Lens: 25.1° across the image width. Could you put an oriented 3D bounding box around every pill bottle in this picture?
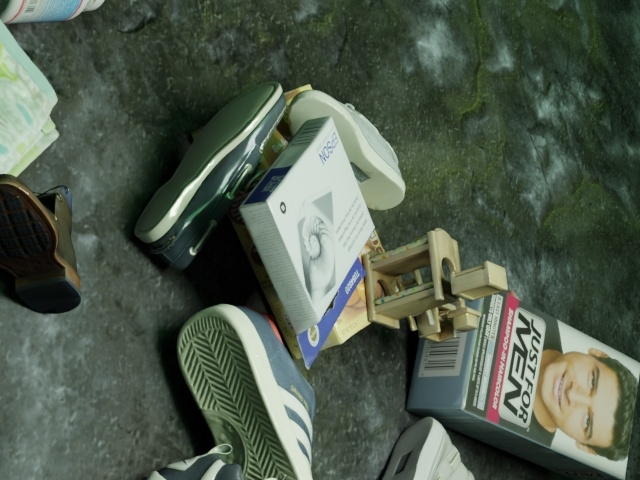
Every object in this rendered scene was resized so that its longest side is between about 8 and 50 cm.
[{"bbox_3d":[-0.313,-0.286,1.597,0.160,0.087,0.087,-16,85,-56],"label":"pill bottle"}]

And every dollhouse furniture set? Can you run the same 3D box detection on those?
[{"bbox_3d":[0.176,0.048,1.837,0.161,0.182,0.101,21,57,-49],"label":"dollhouse furniture set"}]

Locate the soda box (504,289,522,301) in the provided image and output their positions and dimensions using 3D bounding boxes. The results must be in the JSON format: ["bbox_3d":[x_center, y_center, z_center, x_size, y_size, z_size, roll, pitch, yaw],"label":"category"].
[{"bbox_3d":[0.314,0.160,2.214,0.183,0.063,0.058,48,42,-26],"label":"soda box"}]

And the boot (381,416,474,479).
[{"bbox_3d":[0.134,0.344,1.842,0.123,0.095,0.258,51,37,-12],"label":"boot"}]

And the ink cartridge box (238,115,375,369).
[{"bbox_3d":[0.000,0.000,1.692,0.224,0.045,0.223,68,29,-24],"label":"ink cartridge box"}]

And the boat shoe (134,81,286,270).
[{"bbox_3d":[-0.113,-0.077,1.685,0.079,0.095,0.254,47,64,-27],"label":"boat shoe"}]

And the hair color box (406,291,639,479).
[{"bbox_3d":[0.300,0.208,2.068,0.374,0.114,0.185,27,68,-38],"label":"hair color box"}]

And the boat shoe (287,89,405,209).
[{"bbox_3d":[0.031,-0.128,1.838,0.227,0.079,0.081,44,29,-40],"label":"boat shoe"}]

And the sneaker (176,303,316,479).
[{"bbox_3d":[-0.049,0.238,1.637,0.148,0.131,0.350,-4,80,-63],"label":"sneaker"}]

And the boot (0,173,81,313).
[{"bbox_3d":[-0.295,-0.024,1.444,0.219,0.082,0.106,80,2,-56],"label":"boot"}]

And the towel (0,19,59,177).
[{"bbox_3d":[-0.434,-0.171,1.373,0.374,0.090,0.320,53,37,-20],"label":"towel"}]

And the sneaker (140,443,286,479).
[{"bbox_3d":[-0.079,0.318,1.501,0.235,0.153,0.094,55,-11,8],"label":"sneaker"}]

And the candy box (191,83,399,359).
[{"bbox_3d":[-0.024,-0.028,1.842,0.183,0.087,0.316,-29,97,-57],"label":"candy box"}]
